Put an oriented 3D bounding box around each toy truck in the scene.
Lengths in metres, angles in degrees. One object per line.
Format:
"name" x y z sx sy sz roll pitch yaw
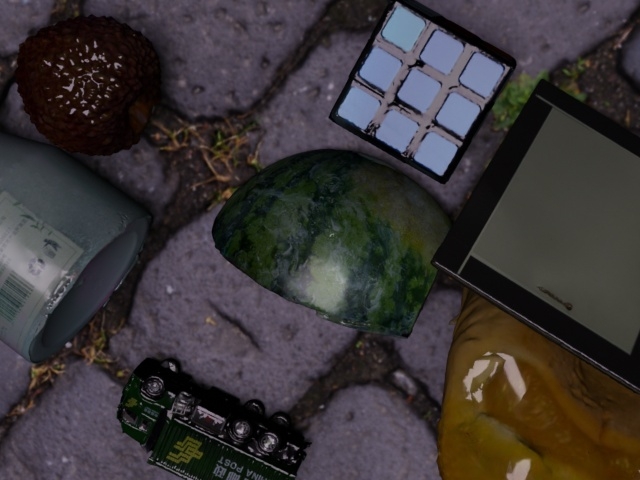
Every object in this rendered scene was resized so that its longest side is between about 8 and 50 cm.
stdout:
"toy truck" -0.148 0.261 1.502 0.259 0.088 0.121 25 105 4

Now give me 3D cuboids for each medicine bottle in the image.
"medicine bottle" -0.399 -0.023 1.418 0.290 0.245 0.245 38 105 4

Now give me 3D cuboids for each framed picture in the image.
"framed picture" 0.301 -0.019 1.257 0.265 0.347 0.016 32 142 3

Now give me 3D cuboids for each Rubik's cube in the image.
"Rubik's cube" 0.125 -0.181 1.322 0.160 0.163 0.162 31 107 4

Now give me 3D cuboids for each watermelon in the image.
"watermelon" 0.000 0.000 1.401 0.305 0.180 0.224 23 60 10

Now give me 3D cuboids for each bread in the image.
"bread" 0.279 0.215 1.270 0.361 0.394 0.250 31 122 3

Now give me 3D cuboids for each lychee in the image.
"lychee" -0.295 -0.200 1.393 0.188 0.188 0.188 2 101 11
